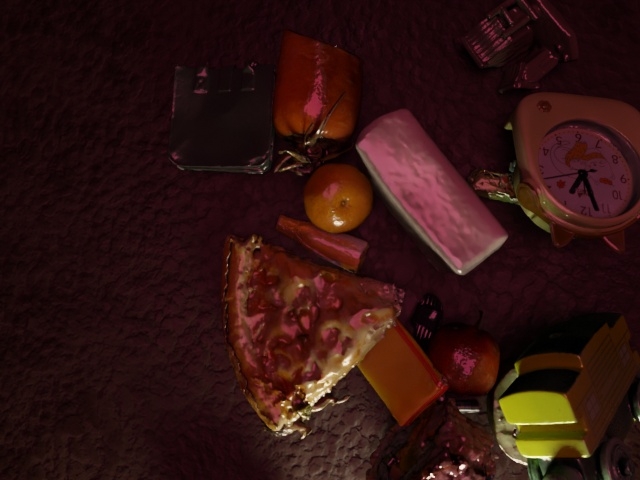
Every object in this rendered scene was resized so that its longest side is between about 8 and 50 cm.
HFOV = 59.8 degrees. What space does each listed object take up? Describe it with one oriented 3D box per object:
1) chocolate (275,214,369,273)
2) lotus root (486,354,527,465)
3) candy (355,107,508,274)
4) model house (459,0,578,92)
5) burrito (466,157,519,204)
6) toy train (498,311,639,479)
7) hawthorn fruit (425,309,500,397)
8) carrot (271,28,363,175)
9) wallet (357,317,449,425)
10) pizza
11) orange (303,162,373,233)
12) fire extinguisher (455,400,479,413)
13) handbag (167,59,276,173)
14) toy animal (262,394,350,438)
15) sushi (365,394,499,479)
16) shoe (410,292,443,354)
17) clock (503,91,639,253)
[{"bbox_3d":[0.000,0.000,1.279,0.220,0.085,0.085,23,89,9],"label":"chocolate"},{"bbox_3d":[0.433,0.362,1.210,0.138,0.119,0.234,-2,89,3],"label":"lotus root"},{"bbox_3d":[0.224,-0.097,1.197,0.145,0.208,0.358,-37,85,1],"label":"candy"},{"bbox_3d":[0.431,-0.440,1.240,0.188,0.122,0.229,-36,89,4],"label":"model house"},{"bbox_3d":[0.473,-0.129,1.257,0.288,0.054,0.104,9,88,4],"label":"burrito"},{"bbox_3d":[0.512,0.304,1.084,0.179,0.442,0.272,-21,91,44],"label":"toy train"},{"bbox_3d":[0.312,0.241,1.203,0.157,0.157,0.193,21,88,4],"label":"hawthorn fruit"},{"bbox_3d":[-0.005,-0.299,1.223,0.214,0.193,0.330,13,93,43],"label":"carrot"},{"bbox_3d":[0.160,0.260,1.201,0.141,0.067,0.241,-48,55,17],"label":"wallet"},{"bbox_3d":[-0.075,0.216,1.229,0.435,0.080,0.391,18,89,20],"label":"pizza"},{"bbox_3d":[0.038,-0.095,1.227,0.159,0.136,0.158,-3,106,-12],"label":"orange"},{"bbox_3d":[0.316,0.380,1.263,0.084,0.025,0.038,0,111,4],"label":"fire extinguisher"},{"bbox_3d":[-0.226,-0.289,1.297,0.248,0.079,0.259,3,84,7],"label":"handbag"},{"bbox_3d":[-0.030,0.402,1.265,0.220,0.069,0.086,-23,81,1],"label":"toy animal"},{"bbox_3d":[0.236,0.463,1.168,0.171,0.236,0.270,36,98,-14],"label":"sushi"},{"bbox_3d":[0.230,0.198,1.254,0.062,0.053,0.159,17,95,41],"label":"shoe"},{"bbox_3d":[0.541,-0.136,1.172,0.287,0.117,0.348,6,71,-4],"label":"clock"}]
